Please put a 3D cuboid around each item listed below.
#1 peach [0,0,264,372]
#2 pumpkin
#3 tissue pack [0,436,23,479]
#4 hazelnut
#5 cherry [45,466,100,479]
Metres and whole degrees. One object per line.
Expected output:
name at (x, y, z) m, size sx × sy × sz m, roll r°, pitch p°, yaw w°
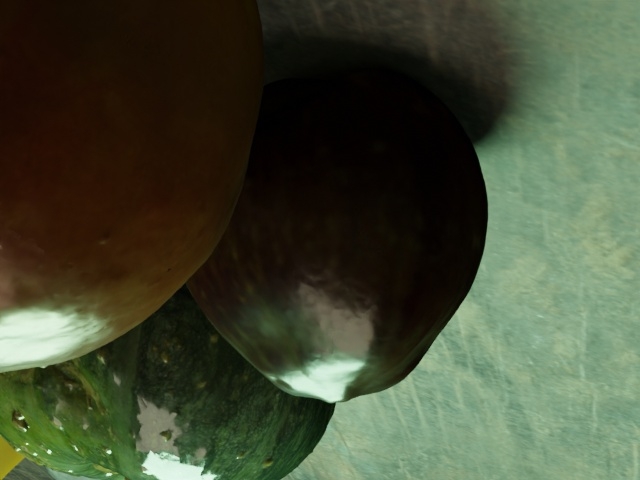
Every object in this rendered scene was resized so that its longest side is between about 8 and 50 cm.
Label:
peach at (-0.201, -0.077, 1.026) m, size 0.343 × 0.301 × 0.343 m, roll 17°, pitch 161°, yaw 6°
pumpkin at (-0.148, 0.070, 1.480) m, size 0.328 × 0.257 × 0.291 m, roll 5°, pitch 171°, yaw 19°
tissue pack at (-0.391, 0.116, 1.688) m, size 0.145 × 0.194 × 0.274 m, roll 38°, pitch 166°, yaw 42°
hazelnut at (0.000, 0.000, 1.216) m, size 0.218 × 0.218 × 0.234 m, roll 19°, pitch 164°, yaw -1°
cherry at (-0.200, 0.158, 1.888) m, size 0.213 × 0.183 × 0.266 m, roll -26°, pitch 168°, yaw -2°
